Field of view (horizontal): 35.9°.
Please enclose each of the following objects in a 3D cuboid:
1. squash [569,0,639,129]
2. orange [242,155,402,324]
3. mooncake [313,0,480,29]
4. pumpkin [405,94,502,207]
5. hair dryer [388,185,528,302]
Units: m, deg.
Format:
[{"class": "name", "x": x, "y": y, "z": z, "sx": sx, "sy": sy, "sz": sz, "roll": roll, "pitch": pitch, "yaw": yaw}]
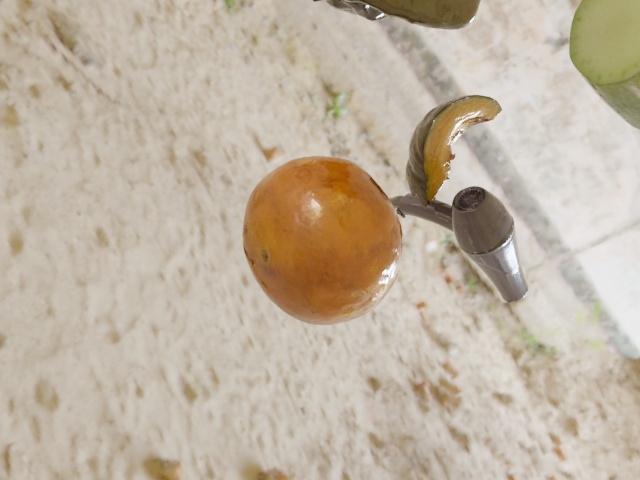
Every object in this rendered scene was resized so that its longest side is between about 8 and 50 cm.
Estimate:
[{"class": "squash", "x": 0.328, "y": -0.199, "z": 0.981, "sx": 0.122, "sy": 0.170, "sz": 0.170, "roll": 10, "pitch": 53, "yaw": -39}, {"class": "orange", "x": 0.000, "y": 0.000, "z": 1.614, "sx": 0.226, "sy": 0.284, "sz": 0.284, "roll": -21, "pitch": 85, "yaw": -34}, {"class": "mooncake", "x": 0.117, "y": -0.461, "z": 1.573, "sx": 0.246, "sy": 0.394, "sz": 0.393, "roll": 17, "pitch": 60, "yaw": -8}, {"class": "pumpkin", "x": 0.224, "y": -0.215, "z": 1.980, "sx": 0.149, "sy": 0.254, "sz": 0.130, "roll": 37, "pitch": 2, "yaw": -41}, {"class": "hair dryer", "x": 0.274, "y": -0.027, "z": 2.087, "sx": 0.361, "sy": 0.121, "sz": 0.301, "roll": 28, "pitch": -21, "yaw": 45}]
